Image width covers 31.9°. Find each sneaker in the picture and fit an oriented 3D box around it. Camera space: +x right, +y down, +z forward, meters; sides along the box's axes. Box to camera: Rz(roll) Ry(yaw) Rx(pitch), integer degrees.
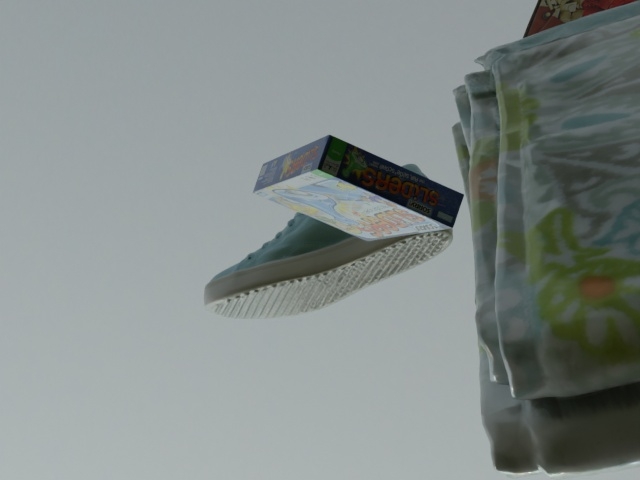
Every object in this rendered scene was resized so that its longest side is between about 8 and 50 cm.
[{"bbox_3d":[0.000,0.000,1.582,0.366,0.150,0.135,-19,-29,9],"label":"sneaker"}]

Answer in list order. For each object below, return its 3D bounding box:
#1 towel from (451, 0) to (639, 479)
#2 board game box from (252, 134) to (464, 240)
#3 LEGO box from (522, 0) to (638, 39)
[{"bbox_3d":[0.239,-0.044,0.477,0.375,0.320,0.090,-15,-65,14],"label":"towel"},{"bbox_3d":[0.029,-0.044,1.051,0.136,0.201,0.035,22,-100,-16],"label":"board game box"},{"bbox_3d":[0.470,-0.097,1.092,0.500,0.372,0.193,42,-115,-46],"label":"LEGO box"}]
